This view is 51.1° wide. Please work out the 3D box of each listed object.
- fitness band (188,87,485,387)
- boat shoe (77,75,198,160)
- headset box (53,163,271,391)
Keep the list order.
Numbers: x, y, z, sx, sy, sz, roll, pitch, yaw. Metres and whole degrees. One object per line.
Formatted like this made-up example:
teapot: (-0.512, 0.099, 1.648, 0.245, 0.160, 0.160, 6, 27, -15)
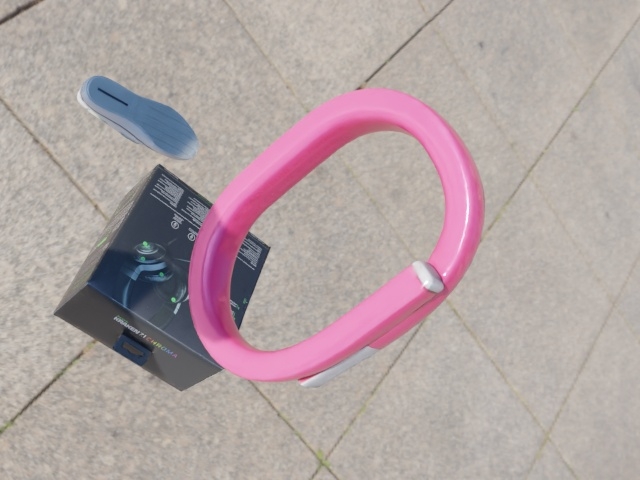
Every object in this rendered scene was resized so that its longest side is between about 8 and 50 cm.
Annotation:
fitness band: (0.000, 0.000, 0.577, 0.054, 0.290, 0.209, 20, 38, -54)
boat shoe: (-0.324, -0.217, 1.196, 0.226, 0.075, 0.083, 35, 68, -30)
headset box: (-0.244, 0.067, 1.075, 0.246, 0.131, 0.283, 37, 44, -22)
